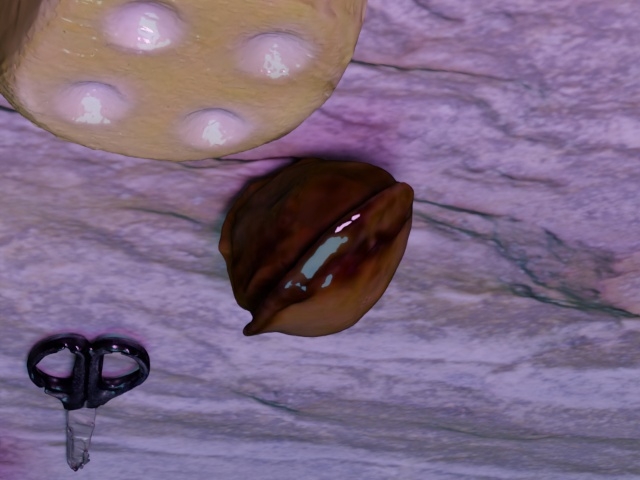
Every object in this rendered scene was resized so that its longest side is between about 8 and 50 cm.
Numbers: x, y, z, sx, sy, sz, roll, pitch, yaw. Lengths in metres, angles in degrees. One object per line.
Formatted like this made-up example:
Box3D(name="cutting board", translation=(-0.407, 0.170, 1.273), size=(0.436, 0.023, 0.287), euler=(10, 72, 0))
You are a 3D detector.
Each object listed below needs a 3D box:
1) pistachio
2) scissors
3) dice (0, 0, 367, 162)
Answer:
Box3D(name="pistachio", translation=(0.000, 0.000, 1.249), size=(0.130, 0.165, 0.210), euler=(44, 148, -8))
Box3D(name="scissors", translation=(-0.224, 0.160, 1.578), size=(0.109, 0.022, 0.300), euler=(3, 149, -11))
Box3D(name="dice", translation=(-0.081, -0.153, 0.911), size=(0.169, 0.169, 0.166), euler=(11, 146, -29))
